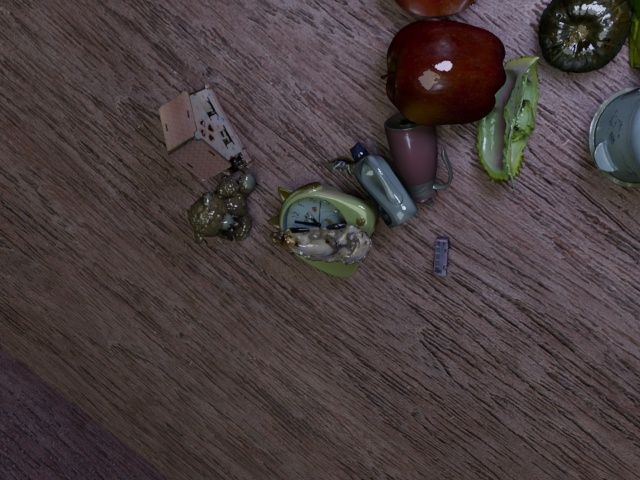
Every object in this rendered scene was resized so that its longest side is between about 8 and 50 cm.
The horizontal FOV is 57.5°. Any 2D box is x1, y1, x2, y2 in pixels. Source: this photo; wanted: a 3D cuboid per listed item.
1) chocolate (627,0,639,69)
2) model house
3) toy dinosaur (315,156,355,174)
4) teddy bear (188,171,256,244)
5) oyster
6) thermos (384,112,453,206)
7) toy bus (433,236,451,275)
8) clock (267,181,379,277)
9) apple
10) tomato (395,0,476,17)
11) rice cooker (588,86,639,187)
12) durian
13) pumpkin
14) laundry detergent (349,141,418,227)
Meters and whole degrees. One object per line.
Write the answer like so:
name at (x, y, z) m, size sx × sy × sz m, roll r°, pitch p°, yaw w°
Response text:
chocolate at (0.824, -0.543, 1.346) m, size 0.137 × 0.301 × 0.289 m, roll -11°, pitch 111°, yaw 10°
model house at (-0.389, -0.322, 1.880) m, size 0.169 × 0.244 × 0.326 m, roll -21°, pitch 107°, yaw 23°
toy dinosaur at (0.067, -0.240, 1.884) m, size 0.180 × 0.037 × 0.058 m, roll -1°, pitch 90°, yaw 11°
teddy bear at (-0.336, -0.098, 1.961) m, size 0.156 × 0.256 × 0.267 m, roll 19°, pitch 118°, yaw 14°
oyster at (0.000, 0.003, 1.869) m, size 0.345 × 0.078 × 0.129 m, roll 5°, pitch 95°, yaw 20°
thermos at (0.299, -0.242, 1.746) m, size 0.176 × 0.146 × 0.265 m, roll 2°, pitch 124°, yaw 32°
toy bus at (0.397, 0.052, 1.907) m, size 0.052 × 0.037 × 0.131 m, roll 7°, pitch 115°, yaw 18°
clock at (0.003, -0.057, 1.943) m, size 0.348 × 0.117 × 0.286 m, roll 24°, pitch 119°, yaw 7°
apple at (0.323, -0.447, 1.562) m, size 0.317 × 0.288 × 0.288 m, roll 4°, pitch 116°, yaw 0°
tomato at (0.298, -0.729, 1.451) m, size 0.309 × 0.170 × 0.309 m, roll -1°, pitch 84°, yaw 12°
rice cooker at (0.843, -0.267, 1.470) m, size 0.316 × 0.316 × 0.264 m, roll -25°, pitch 97°, yaw 26°
durian at (0.515, -0.330, 1.615) m, size 0.157 × 0.169 × 0.355 m, roll 8°, pitch 111°, yaw 15°
pumpkin at (0.665, -0.536, 1.477) m, size 0.223 × 0.157 × 0.224 m, roll 14°, pitch 123°, yaw 23°
laundry detergent at (0.181, -0.178, 1.777) m, size 0.105 × 0.215 × 0.280 m, roll -32°, pitch 91°, yaw 0°
